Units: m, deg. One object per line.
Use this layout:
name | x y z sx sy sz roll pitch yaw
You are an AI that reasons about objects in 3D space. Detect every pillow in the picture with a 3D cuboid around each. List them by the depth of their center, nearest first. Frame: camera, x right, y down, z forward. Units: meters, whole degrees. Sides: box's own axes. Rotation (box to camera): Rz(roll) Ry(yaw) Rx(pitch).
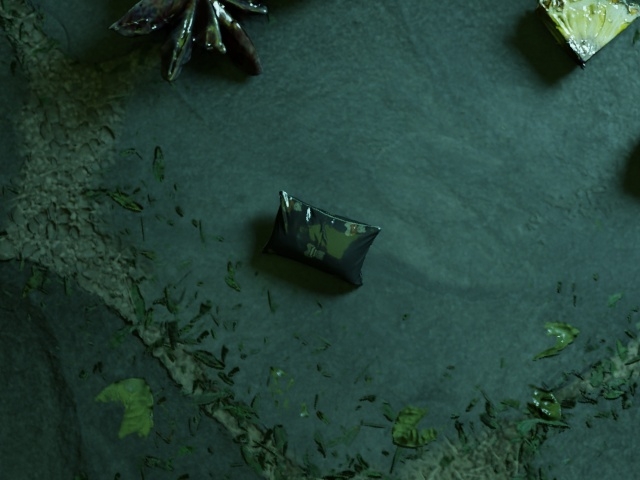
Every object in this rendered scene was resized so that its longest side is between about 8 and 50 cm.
pillow | 0.000 0.000 1.674 0.150 0.048 0.090 21 90 7

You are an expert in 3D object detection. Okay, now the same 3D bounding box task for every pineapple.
pineapple | 0.349 -0.281 1.609 0.137 0.069 0.116 3 89 8

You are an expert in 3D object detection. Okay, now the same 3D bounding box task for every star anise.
star anise | -0.161 -0.339 1.672 0.212 0.129 0.282 16 83 3
